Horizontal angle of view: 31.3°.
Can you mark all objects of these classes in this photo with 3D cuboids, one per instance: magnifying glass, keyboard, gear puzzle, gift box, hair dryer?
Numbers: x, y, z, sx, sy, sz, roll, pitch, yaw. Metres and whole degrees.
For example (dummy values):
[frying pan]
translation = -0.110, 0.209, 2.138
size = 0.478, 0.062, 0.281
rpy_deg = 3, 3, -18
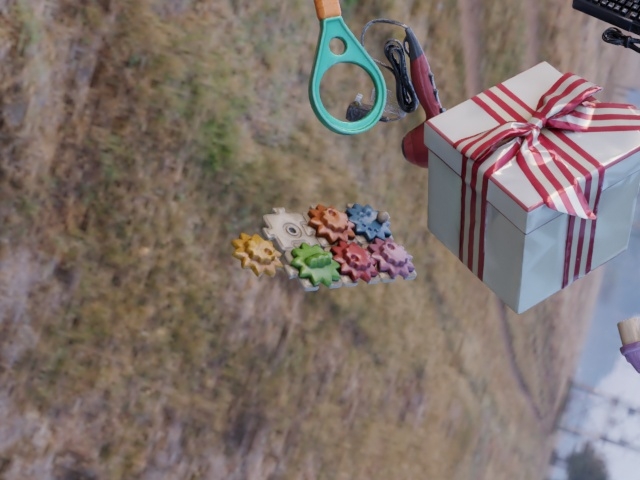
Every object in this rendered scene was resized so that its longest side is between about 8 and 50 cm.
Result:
[magnifying glass]
translation = 0.017, -0.238, 1.346
size = 0.026, 0.092, 0.230
rpy_deg = 171, -95, -75
[keyboard]
translation = 0.404, -0.280, 1.421
size = 0.108, 0.180, 0.023
rpy_deg = -54, 154, -11
[gear puzzle]
translation = 0.000, 0.000, 1.826
size = 0.339, 0.175, 0.044
rpy_deg = -5, 141, -38
[gift box]
translation = 0.320, -0.081, 1.617
size = 0.255, 0.276, 0.258
rpy_deg = -33, 142, -22
[hair dryer]
translation = 0.175, -0.214, 1.866
size = 0.080, 0.294, 0.223
rpy_deg = -56, 168, -40

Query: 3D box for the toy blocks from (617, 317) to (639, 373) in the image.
[toy blocks]
translation = 0.668, 0.221, 1.836
size = 0.309, 0.289, 0.260
rpy_deg = -39, -124, 53
